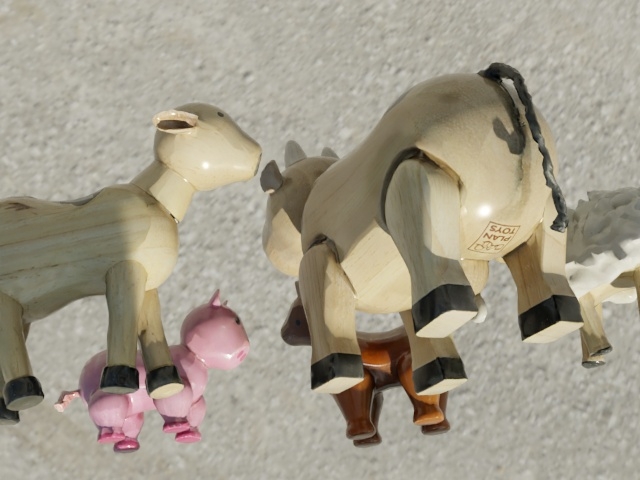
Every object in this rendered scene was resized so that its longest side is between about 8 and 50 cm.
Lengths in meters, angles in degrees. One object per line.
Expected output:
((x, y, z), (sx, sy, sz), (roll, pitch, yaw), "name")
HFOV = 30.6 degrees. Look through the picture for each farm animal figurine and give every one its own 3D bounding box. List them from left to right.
((0.000, 0.000, 0.647), (0.326, 0.330, 0.172), (-25, 63, 37), "farm animal figurine")
